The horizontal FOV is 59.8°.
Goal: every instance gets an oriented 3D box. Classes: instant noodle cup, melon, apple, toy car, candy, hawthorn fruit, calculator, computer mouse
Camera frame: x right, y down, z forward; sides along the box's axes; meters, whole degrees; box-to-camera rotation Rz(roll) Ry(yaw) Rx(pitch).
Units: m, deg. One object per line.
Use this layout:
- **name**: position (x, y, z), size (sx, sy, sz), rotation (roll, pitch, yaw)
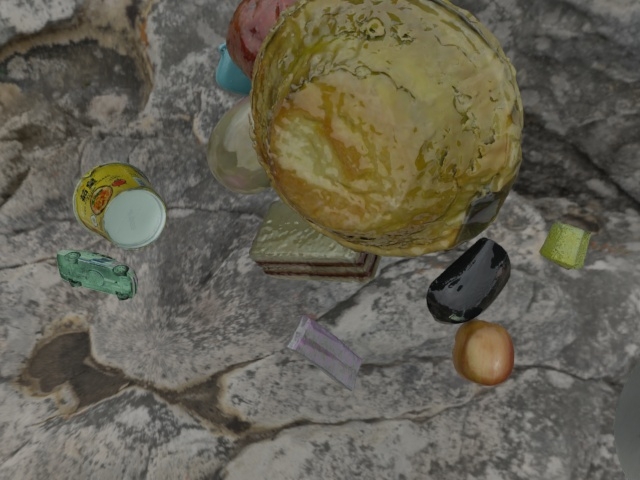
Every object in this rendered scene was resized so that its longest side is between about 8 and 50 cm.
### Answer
- **instant noodle cup**: position (-0.430, -0.068, 1.224), size (0.182, 0.144, 0.182), rotation (-18, 121, -33)
- **melon**: position (-0.152, -0.251, 1.414), size (0.317, 0.223, 0.223), rotation (-40, 93, 22)
- **apple**: position (0.455, 0.309, 1.570), size (0.199, 0.199, 0.199), rotation (3, 79, -16)
- **toy car**: position (-0.560, 0.079, 1.417), size (0.224, 0.090, 0.076), rotation (14, 33, 9)
- **candy**: position (0.000, 0.000, 1.376), size (0.135, 0.320, 0.180), rotation (50, 49, -45)
- **hawthorn fruit**: position (-0.053, -0.410, 1.124), size (0.258, 0.261, 0.259), rotation (16, 68, -43)
- **calculator**: position (-0.101, -0.476, 1.447), size (0.386, 0.256, 0.054), rotation (-9, 53, -43)
- **computer mouse**: position (0.419, 0.126, 1.528), size (0.269, 0.100, 0.170), rotation (-42, 127, -9)

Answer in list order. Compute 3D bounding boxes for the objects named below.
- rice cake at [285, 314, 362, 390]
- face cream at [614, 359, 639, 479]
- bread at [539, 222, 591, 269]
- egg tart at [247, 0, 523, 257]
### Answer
- **rice cake**: position (0.016, 0.321, 1.592), size (0.298, 0.050, 0.106), rotation (43, 66, -37)
- **face cream**: position (0.391, 0.180, 0.446), size (0.179, 0.218, 0.218), rotation (40, 71, -11)
- **bread**: position (0.662, 0.015, 1.507), size (0.129, 0.111, 0.115), rotation (4, 107, -56)
- **egg tart**: position (0.067, -0.145, 0.811), size (0.443, 0.443, 0.178), rotation (44, 40, -4)
